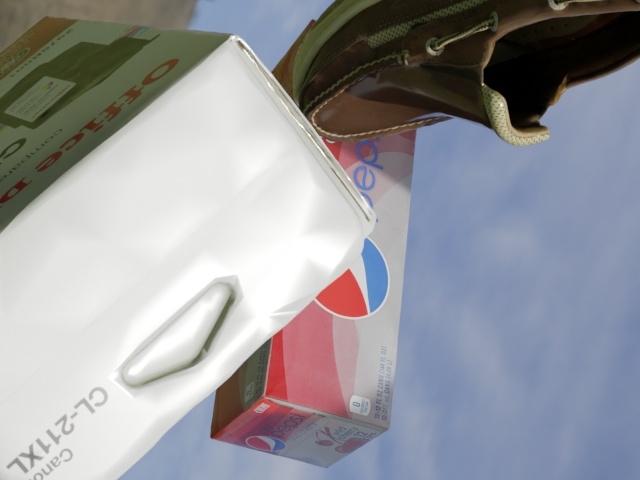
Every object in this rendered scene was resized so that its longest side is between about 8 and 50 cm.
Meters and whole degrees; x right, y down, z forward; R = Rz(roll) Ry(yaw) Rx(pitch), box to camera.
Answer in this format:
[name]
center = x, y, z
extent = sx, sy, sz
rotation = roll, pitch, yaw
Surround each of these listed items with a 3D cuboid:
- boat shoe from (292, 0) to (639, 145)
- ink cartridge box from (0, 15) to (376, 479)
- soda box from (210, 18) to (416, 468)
[boat shoe]
center = 0.080, -0.091, 0.803
extent = 0.257, 0.095, 0.095
rotation = -27, -124, 44
[ink cartridge box]
center = -0.082, -0.002, 0.503
extent = 0.127, 0.072, 0.175
rotation = -42, -157, -14
[soda box]
center = 0.000, 0.000, 1.039
extent = 0.092, 0.083, 0.263
rotation = 136, -35, -56
